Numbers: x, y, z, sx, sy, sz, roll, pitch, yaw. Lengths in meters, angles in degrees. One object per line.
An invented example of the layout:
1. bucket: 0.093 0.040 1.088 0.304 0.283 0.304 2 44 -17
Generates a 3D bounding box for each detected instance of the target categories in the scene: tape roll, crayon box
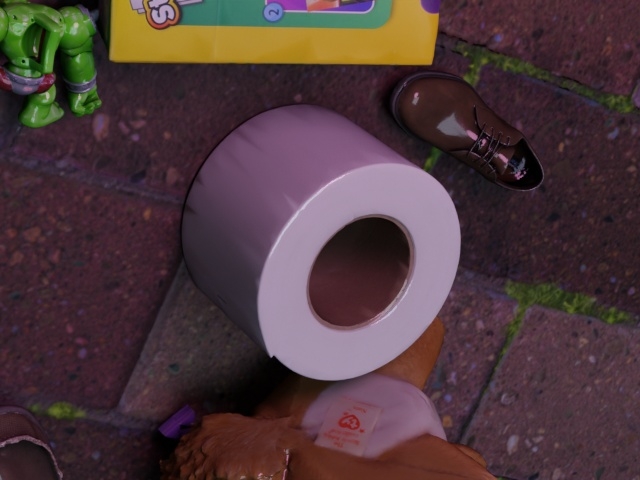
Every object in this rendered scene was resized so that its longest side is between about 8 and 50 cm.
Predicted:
1. tape roll: 0.000 0.000 1.946 0.246 0.169 0.246 -16 123 -26
2. crayon box: -0.038 -0.345 1.715 0.313 0.106 0.363 0 116 -12

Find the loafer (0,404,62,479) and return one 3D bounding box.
1. loafer: -0.300 0.332 1.949 0.134 0.130 0.366 -24 126 -22

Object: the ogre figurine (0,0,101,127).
1. ogre figurine: -0.274 -0.164 1.718 0.197 0.097 0.118 10 121 -26

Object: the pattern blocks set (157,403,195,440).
1. pattern blocks set: -0.083 0.285 2.141 0.285 0.026 0.325 -52 131 1

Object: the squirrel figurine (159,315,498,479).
1. squirrel figurine: 0.009 0.331 2.082 0.397 0.281 0.370 -15 134 -11

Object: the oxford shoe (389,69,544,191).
1. oxford shoe: 0.168 -0.118 2.047 0.227 0.096 0.083 25 101 -39
